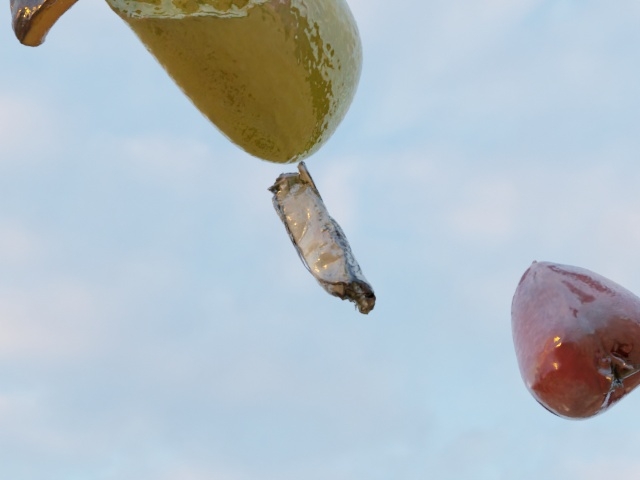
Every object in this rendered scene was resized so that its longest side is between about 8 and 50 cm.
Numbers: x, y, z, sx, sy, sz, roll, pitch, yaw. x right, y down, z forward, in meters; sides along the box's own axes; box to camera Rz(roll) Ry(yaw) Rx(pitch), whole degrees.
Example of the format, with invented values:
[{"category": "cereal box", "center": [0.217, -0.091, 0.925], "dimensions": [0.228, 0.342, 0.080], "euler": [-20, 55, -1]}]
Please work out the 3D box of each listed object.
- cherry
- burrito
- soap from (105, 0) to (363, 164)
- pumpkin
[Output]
[{"category": "cherry", "center": [0.195, 0.073, 0.762], "dimensions": [0.106, 0.126, 0.087], "euler": [-17, -51, 12]}, {"category": "burrito", "center": [0.002, 0.000, 1.314], "dimensions": [0.063, 0.229, 0.058], "euler": [-2, -37, -40]}, {"category": "soap", "center": [-0.096, -0.305, 1.512], "dimensions": [0.115, 0.306, 0.427], "euler": [3, -32, 49]}, {"category": "pumpkin", "center": [-0.381, -0.454, 1.647], "dimensions": [0.258, 0.290, 0.095], "euler": [-21, -40, 0]}]
